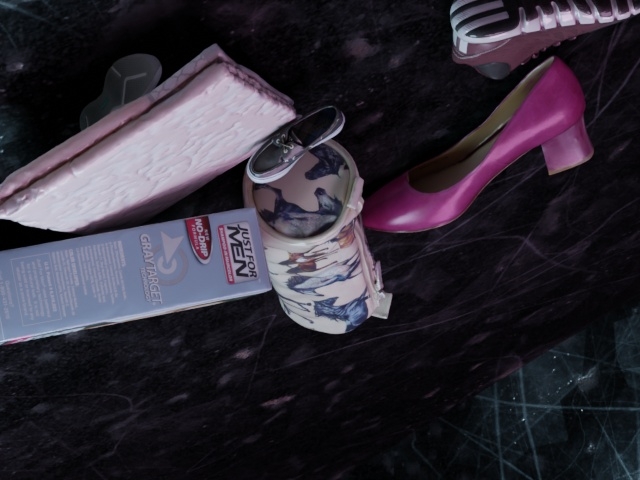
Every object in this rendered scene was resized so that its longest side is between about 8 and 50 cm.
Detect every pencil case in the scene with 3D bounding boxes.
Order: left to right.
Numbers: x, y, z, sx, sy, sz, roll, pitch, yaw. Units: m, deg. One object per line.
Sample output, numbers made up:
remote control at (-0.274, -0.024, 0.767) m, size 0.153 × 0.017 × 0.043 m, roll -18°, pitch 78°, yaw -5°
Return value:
pencil case at (0.000, 0.000, 1.920) m, size 0.184 × 0.159 × 0.410 m, roll 3°, pitch 158°, yaw 9°

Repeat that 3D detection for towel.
towel at (-0.196, -0.103, 1.575) m, size 0.317 × 0.053 × 0.332 m, roll -31°, pitch 169°, yaw 9°

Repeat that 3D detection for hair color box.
hair color box at (-0.270, 0.051, 1.699) m, size 0.375 × 0.113 × 0.185 m, roll -11°, pitch 178°, yaw -18°

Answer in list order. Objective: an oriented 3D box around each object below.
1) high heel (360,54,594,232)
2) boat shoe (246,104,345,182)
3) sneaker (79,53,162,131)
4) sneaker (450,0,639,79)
high heel at (0.209, -0.144, 1.975) m, size 0.377 × 0.127 × 0.181 m, roll -23°, pitch 126°, yaw 6°
boat shoe at (-0.033, -0.124, 1.660) m, size 0.142 × 0.049 × 0.040 m, roll -36°, pitch 167°, yaw -4°
sneaker at (-0.217, -0.165, 1.515) m, size 0.061 × 0.053 × 0.152 m, roll -16°, pitch 163°, yaw -44°
sneaker at (0.294, -0.288, 1.732) m, size 0.281 × 0.106 × 0.162 m, roll -11°, pitch 159°, yaw -7°
